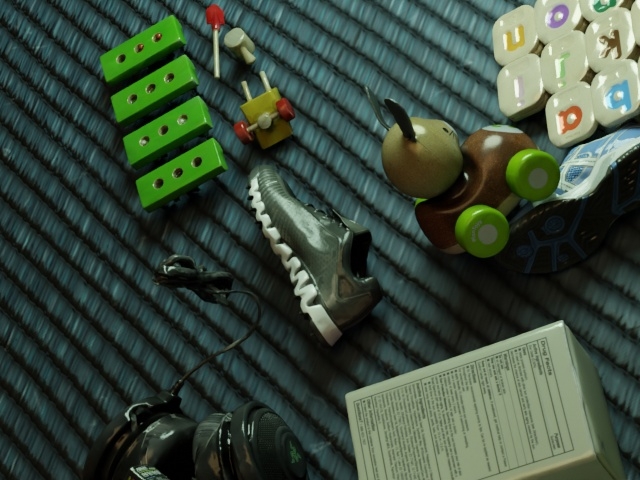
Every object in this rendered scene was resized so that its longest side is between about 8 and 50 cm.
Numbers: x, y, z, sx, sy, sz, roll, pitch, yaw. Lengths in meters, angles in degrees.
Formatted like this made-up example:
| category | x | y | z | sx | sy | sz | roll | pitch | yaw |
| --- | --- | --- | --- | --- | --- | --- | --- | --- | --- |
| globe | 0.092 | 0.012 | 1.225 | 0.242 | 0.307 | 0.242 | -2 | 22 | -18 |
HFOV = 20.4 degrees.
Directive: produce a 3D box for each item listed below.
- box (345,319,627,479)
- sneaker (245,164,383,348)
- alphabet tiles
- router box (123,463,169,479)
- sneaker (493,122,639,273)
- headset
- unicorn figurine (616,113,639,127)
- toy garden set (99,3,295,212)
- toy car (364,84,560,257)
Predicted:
| category | x | y | z | sx | sy | sz | roll | pitch | yaw |
| --- | --- | --- | --- | --- | --- | --- | --- | --- | --- |
| box | 0.159 | 0.197 | 1.707 | 0.232 | 0.127 | 0.148 | -20 | 57 | 16 |
| sneaker | 0.000 | 0.000 | 1.927 | 0.106 | 0.078 | 0.234 | -30 | 59 | 6 |
| alphabet tiles | 0.307 | -0.236 | 1.886 | 0.284 | 0.021 | 0.278 | -25 | 49 | 30 |
| router box | -0.170 | 0.295 | 1.746 | 0.092 | 0.038 | 0.122 | 36 | 107 | 25 |
| sneaker | 0.265 | -0.042 | 1.826 | 0.211 | 0.080 | 0.081 | -34 | 31 | 8 |
| headset | -0.136 | 0.220 | 1.801 | 0.243 | 0.185 | 0.394 | 1 | 76 | 26 |
| unicorn figurine | 0.390 | -0.154 | 1.821 | 0.162 | 0.060 | 0.111 | 21 | 75 | 34 |
| toy garden set | -0.141 | -0.167 | 2.104 | 0.204 | 0.049 | 0.244 | -28 | 54 | 13 |
| toy car | 0.122 | -0.092 | 1.811 | 0.149 | 0.188 | 0.155 | -48 | 19 | -3 |
